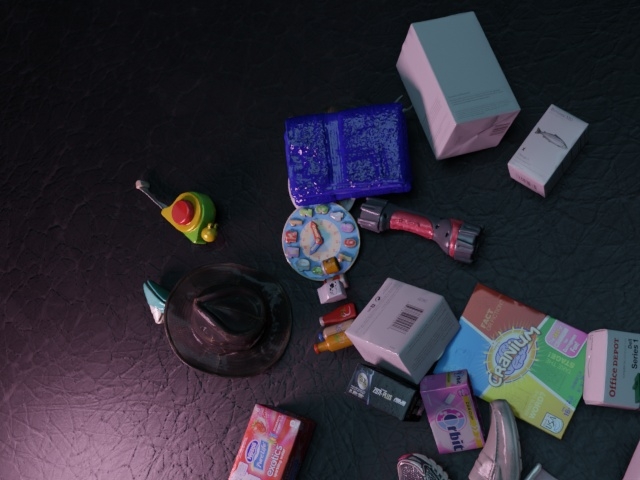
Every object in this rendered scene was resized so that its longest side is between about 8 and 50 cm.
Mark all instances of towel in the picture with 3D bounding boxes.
[{"bbox_3d":[0.064,-0.211,1.976,0.308,0.076,0.227,-7,96,14],"label":"towel"}]

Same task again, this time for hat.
[{"bbox_3d":[-0.234,0.188,1.995,0.331,0.134,0.331,1,74,-2],"label":"hat"}]

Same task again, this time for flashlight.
[{"bbox_3d":[0.241,-0.028,1.957,0.304,0.103,0.103,16,84,20],"label":"flashlight"}]

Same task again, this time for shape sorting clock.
[{"bbox_3d":[0.000,0.000,2.042,0.206,0.040,0.206,0,91,19],"label":"shape sorting clock"}]

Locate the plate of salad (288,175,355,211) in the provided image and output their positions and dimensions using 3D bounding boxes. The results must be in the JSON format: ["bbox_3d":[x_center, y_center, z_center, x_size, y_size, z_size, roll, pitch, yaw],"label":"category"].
[{"bbox_3d":[0.000,-0.143,2.067,0.200,0.048,0.199,4,100,26],"label":"plate of salad"}]

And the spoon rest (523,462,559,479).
[{"bbox_3d":[0.560,0.581,1.716,0.276,0.084,0.137,40,92,10],"label":"spoon rest"}]

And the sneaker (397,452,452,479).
[{"bbox_3d":[0.244,0.614,1.760,0.121,0.112,0.299,-42,62,40],"label":"sneaker"}]

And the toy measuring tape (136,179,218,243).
[{"bbox_3d":[-0.381,-0.108,2.180,0.330,0.121,0.121,40,91,31],"label":"toy measuring tape"}]

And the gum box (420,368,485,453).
[{"bbox_3d":[0.300,0.390,1.800,0.107,0.062,0.188,-13,113,15],"label":"gum box"}]

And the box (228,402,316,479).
[{"bbox_3d":[-0.123,0.533,1.917,0.128,0.122,0.256,16,81,21],"label":"box"}]

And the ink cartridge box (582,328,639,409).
[{"bbox_3d":[0.684,0.282,1.696,0.219,0.092,0.160,8,78,-4],"label":"ink cartridge box"}]

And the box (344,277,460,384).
[{"bbox_3d":[0.190,0.205,1.843,0.182,0.119,0.181,17,59,47],"label":"box"}]

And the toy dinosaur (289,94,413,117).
[{"bbox_3d":[0.078,-0.296,2.090,0.314,0.121,0.160,13,68,25],"label":"toy dinosaur"}]

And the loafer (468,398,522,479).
[{"bbox_3d":[0.379,0.506,1.739,0.111,0.112,0.319,-2,87,7],"label":"loafer"}]

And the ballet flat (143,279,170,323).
[{"bbox_3d":[-0.393,0.196,2.119,0.247,0.083,0.087,31,95,23],"label":"ballet flat"}]

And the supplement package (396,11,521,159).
[{"bbox_3d":[0.329,-0.377,1.950,0.175,0.177,0.293,-15,70,-14],"label":"supplement package"}]

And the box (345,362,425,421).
[{"bbox_3d":[0.159,0.352,1.841,0.147,0.180,0.077,22,85,23],"label":"box"}]

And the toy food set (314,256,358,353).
[{"bbox_3d":[0.024,0.165,1.972,0.104,0.111,0.232,-20,67,13],"label":"toy food set"}]

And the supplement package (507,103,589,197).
[{"bbox_3d":[0.542,-0.211,1.902,0.105,0.105,0.179,35,88,23],"label":"supplement package"}]

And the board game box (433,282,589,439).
[{"bbox_3d":[0.452,0.273,1.827,0.316,0.064,0.242,25,85,22],"label":"board game box"}]

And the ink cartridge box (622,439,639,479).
[{"bbox_3d":[0.743,0.547,1.555,0.306,0.131,0.226,16,108,10],"label":"ink cartridge box"}]
